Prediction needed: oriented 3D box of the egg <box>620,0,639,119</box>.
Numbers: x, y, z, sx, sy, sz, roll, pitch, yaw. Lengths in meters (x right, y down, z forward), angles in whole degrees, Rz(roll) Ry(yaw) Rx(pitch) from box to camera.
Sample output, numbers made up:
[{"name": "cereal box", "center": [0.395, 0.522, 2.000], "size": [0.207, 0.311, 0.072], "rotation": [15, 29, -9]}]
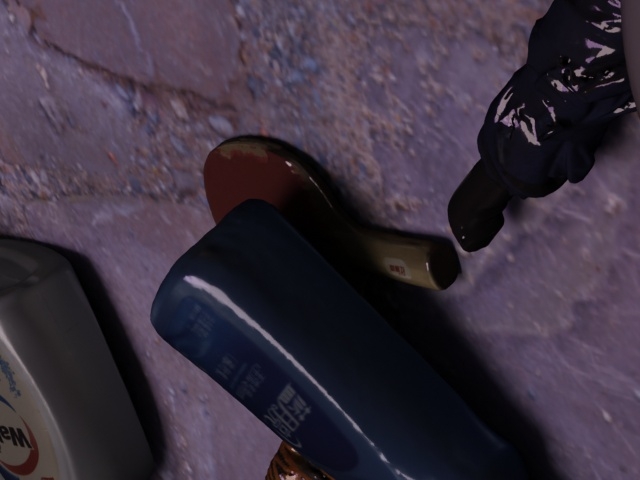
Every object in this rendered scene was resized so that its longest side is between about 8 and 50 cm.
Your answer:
[{"name": "egg", "center": [0.190, -0.085, 0.646], "size": [0.176, 0.176, 0.232], "rotation": [12, 118, 51]}]

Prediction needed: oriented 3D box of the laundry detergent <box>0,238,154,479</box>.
[{"name": "laundry detergent", "center": [-0.223, 0.142, 1.535], "size": [0.215, 0.105, 0.280], "rotation": [11, 128, 51]}]

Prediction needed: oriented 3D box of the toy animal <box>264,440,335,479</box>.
[{"name": "toy animal", "center": [-0.008, 0.197, 1.315], "size": [0.099, 0.057, 0.241], "rotation": [42, 147, 26]}]

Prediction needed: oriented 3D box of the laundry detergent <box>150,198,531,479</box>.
[{"name": "laundry detergent", "center": [0.029, 0.109, 1.123], "size": [0.290, 0.094, 0.143], "rotation": [44, 153, 9]}]

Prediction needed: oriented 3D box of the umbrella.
[{"name": "umbrella", "center": [0.106, -0.058, 0.901], "size": [0.071, 0.071, 0.248], "rotation": [53, 149, 8]}]

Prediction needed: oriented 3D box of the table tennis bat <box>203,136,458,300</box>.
[{"name": "table tennis bat", "center": [0.000, 0.000, 1.159], "size": [0.234, 0.022, 0.131], "rotation": [11, 126, 53]}]
